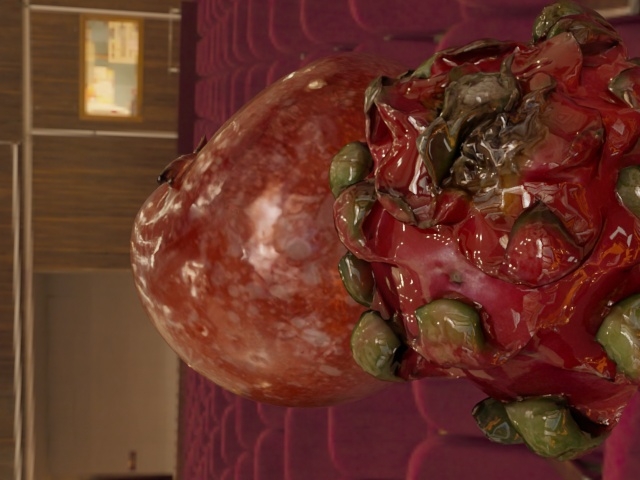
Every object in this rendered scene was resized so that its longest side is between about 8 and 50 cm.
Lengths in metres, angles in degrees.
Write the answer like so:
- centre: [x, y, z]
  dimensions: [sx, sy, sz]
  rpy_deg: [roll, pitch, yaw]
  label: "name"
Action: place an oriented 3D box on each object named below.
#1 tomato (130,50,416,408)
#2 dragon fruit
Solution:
- centre: [0.000, 0.000, 0.632]
  dimensions: [0.227, 0.270, 0.270]
  rpy_deg: [52, 175, -8]
  label: "tomato"
- centre: [0.127, -0.020, 0.427]
  dimensions: [0.273, 0.218, 0.198]
  rpy_deg: [-39, -35, -41]
  label: "dragon fruit"
